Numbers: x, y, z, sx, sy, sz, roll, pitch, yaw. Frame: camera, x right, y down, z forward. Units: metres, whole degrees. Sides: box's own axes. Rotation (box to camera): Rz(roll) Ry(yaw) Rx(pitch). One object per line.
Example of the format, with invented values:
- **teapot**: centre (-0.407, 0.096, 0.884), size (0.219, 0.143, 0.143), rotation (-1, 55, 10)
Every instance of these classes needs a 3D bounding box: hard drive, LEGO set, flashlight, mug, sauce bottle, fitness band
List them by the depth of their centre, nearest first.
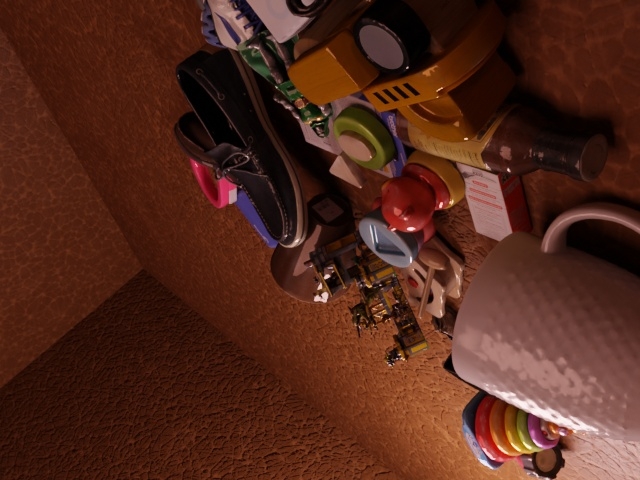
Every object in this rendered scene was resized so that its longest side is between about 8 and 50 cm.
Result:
- **sauce bottle**: centre (0.269, -0.162, 1.182), size (0.344, 0.111, 0.111), rotation (22, 147, 45)
- **mug**: centre (0.426, 0.122, 1.212), size (0.328, 0.276, 0.374), rotation (24, 119, 36)
- **LEGO set**: centre (0.092, 0.138, 1.745), size (0.255, 0.192, 0.331), rotation (-111, -6, -53)
- **flashlight**: centre (0.502, 0.546, 1.990), size (0.103, 0.103, 0.304), rotation (13, 167, -14)
- **hard drive**: centre (-0.131, -0.075, 2.183), size (0.210, 0.040, 0.318), rotation (53, 158, -14)
- **fitness band**: centre (-0.317, -0.215, 2.222), size (0.209, 0.054, 0.291), rotation (51, 157, 23)

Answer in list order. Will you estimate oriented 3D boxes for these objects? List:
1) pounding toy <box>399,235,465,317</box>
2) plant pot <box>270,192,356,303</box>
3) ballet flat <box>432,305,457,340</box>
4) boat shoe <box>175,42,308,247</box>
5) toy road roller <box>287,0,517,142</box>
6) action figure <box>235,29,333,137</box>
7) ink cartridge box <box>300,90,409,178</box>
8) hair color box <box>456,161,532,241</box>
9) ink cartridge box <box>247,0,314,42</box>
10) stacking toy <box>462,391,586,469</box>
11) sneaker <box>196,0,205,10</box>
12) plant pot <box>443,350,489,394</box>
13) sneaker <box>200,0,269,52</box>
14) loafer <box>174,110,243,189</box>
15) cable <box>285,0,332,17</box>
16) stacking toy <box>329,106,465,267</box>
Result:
- **pounding toy**: centre (0.203, 0.078, 1.650), size (0.154, 0.155, 0.270), rotation (35, 159, 26)
- **plant pot**: centre (0.000, 0.000, 1.879), size (0.215, 0.215, 0.230), rotation (40, 143, 19)
- **ballet flat**: centre (0.354, 0.258, 1.814), size (0.250, 0.058, 0.084), rotation (46, 160, 3)
- **boat shoe**: centre (-0.179, -0.203, 1.749), size (0.186, 0.156, 0.501), rotation (-7, 109, 57)
- **toy road roller**: centre (0.132, -0.263, 1.138), size (0.241, 0.202, 0.329), rotation (49, 158, -21)
- **action figure**: centre (-0.046, -0.287, 1.447), size (0.137, 0.063, 0.232), rotation (-15, 125, 36)
- **ink cartridge box**: centre (0.065, -0.233, 1.505), size (0.311, 0.065, 0.186), rotation (31, 154, 41)
- **hair color box**: centre (0.302, -0.076, 1.340), size (0.093, 0.053, 0.167), rotation (27, 152, 45)
- **ink cartridge box**: centre (-0.094, -0.538, 1.195), size (0.385, 0.091, 0.308), rotation (50, 152, -9)
- **stacking toy**: centre (0.488, 0.420, 1.762), size (0.301, 0.165, 0.175), rotation (-19, 103, 51)
- **sneaker**: centre (-0.279, -0.526, 1.486), size (0.123, 0.178, 0.296), rotation (36, 156, 26)
- **plant pot**: centre (0.401, 0.248, 1.564), size (0.167, 0.187, 0.188), rotation (44, 163, -30)
- **sneaker**: centre (-0.145, -0.458, 1.455), size (0.182, 0.127, 0.316), rotation (33, 161, 22)
- **loafer**: centre (-0.230, -0.248, 1.984), size (0.365, 0.134, 0.130), rotation (32, 144, 23)
- **cable**: centre (0.051, -0.414, 1.031), size (0.287, 0.072, 0.140), rotation (-26, 99, 24)
- **stacking toy**: centre (0.098, -0.083, 1.448), size (0.279, 0.130, 0.309), rotation (39, 158, 12)
